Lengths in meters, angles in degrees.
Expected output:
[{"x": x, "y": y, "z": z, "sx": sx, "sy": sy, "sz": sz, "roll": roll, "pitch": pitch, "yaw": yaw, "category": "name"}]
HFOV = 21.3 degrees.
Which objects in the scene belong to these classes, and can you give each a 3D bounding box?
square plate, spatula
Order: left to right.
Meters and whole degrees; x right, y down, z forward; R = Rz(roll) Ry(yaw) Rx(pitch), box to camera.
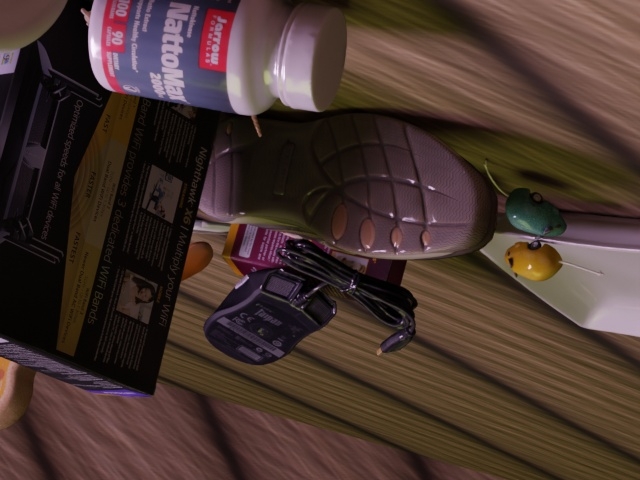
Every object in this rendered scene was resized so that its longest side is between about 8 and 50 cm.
[{"x": -0.204, "y": -0.022, "z": 2.068, "sx": 0.242, "sy": 0.019, "sz": 0.168, "roll": 5, "pitch": -178, "yaw": -26, "category": "spatula"}, {"x": 0.363, "y": 0.044, "z": 1.750, "sx": 0.347, "sy": 0.049, "sz": 0.344, "roll": 6, "pitch": 163, "yaw": 34, "category": "square plate"}]

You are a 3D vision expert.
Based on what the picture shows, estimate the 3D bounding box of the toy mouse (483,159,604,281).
[{"x": 0.177, "y": -0.015, "z": 1.631, "sx": 0.161, "sy": 0.031, "sz": 0.143, "roll": 7, "pitch": 138, "yaw": 36, "category": "toy mouse"}]

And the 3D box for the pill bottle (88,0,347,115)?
[{"x": -0.077, "y": -0.154, "z": 1.311, "sx": 0.180, "sy": 0.108, "sz": 0.108, "roll": 11, "pitch": 166, "yaw": 16, "category": "pill bottle"}]

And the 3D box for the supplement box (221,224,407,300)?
[{"x": 0.000, "y": 0.000, "z": 1.862, "sx": 0.188, "sy": 0.104, "sz": 0.081, "roll": 13, "pitch": 166, "yaw": 14, "category": "supplement box"}]

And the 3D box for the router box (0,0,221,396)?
[{"x": -0.219, "y": -0.042, "z": 1.494, "sx": 0.081, "sy": 0.309, "sz": 0.243, "roll": -2, "pitch": 158, "yaw": 40, "category": "router box"}]

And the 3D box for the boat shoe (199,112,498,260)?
[{"x": 0.036, "y": -0.051, "z": 1.619, "sx": 0.355, "sy": 0.132, "sz": 0.130, "roll": 15, "pitch": 180, "yaw": 42, "category": "boat shoe"}]

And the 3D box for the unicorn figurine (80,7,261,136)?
[{"x": -0.115, "y": -0.166, "z": 1.440, "sx": 0.162, "sy": 0.060, "sz": 0.111, "roll": 28, "pitch": 172, "yaw": 18, "category": "unicorn figurine"}]

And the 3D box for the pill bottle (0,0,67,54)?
[{"x": -0.314, "y": -0.205, "z": 1.274, "sx": 0.153, "sy": 0.153, "sz": 0.264, "roll": 26, "pitch": 162, "yaw": -39, "category": "pill bottle"}]

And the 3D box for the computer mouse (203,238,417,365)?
[{"x": -0.004, "y": 0.076, "z": 1.821, "sx": 0.184, "sy": 0.060, "sz": 0.262, "roll": 28, "pitch": 146, "yaw": -13, "category": "computer mouse"}]

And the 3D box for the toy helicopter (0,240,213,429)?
[{"x": -0.268, "y": 0.052, "z": 1.832, "sx": 0.235, "sy": 0.355, "sz": 0.140, "roll": 27, "pitch": 175, "yaw": 36, "category": "toy helicopter"}]
